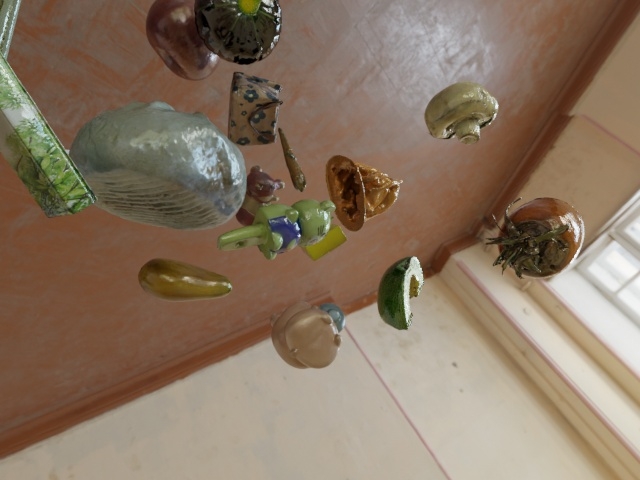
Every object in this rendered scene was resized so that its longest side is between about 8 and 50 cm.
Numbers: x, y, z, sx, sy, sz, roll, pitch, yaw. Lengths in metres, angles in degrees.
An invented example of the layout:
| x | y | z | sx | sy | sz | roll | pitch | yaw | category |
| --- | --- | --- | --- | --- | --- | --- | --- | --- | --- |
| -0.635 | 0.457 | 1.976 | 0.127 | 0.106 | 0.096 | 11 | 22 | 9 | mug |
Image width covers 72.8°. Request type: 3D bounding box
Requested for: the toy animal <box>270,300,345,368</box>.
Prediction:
| x | y | z | sx | sy | sz | roll | pitch | yaw | category |
| --- | --- | --- | --- | --- | --- | --- | --- | --- | --- |
| -0.039 | 0.291 | 1.288 | 0.230 | 0.209 | 0.221 | -32 | -178 | 12 | toy animal |

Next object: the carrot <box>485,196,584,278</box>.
| x | y | z | sx | sy | sz | roll | pitch | yaw | category |
| --- | --- | --- | --- | --- | --- | --- | --- | --- | --- |
| 0.566 | -0.010 | 1.124 | 0.193 | 0.214 | 0.331 | -3 | -164 | 39 | carrot |

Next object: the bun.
| x | y | z | sx | sy | sz | roll | pitch | yaw | category |
| --- | --- | --- | --- | --- | --- | --- | --- | --- | --- |
| -0.323 | -0.153 | 0.894 | 0.362 | 0.211 | 0.362 | 7 | 166 | 2 | bun |

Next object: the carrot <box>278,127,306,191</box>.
| x | y | z | sx | sy | sz | roll | pitch | yaw | category |
| --- | --- | --- | --- | --- | --- | --- | --- | --- | --- |
| -0.100 | -0.274 | 1.446 | 0.049 | 0.254 | 0.049 | -19 | 162 | -6 | carrot |

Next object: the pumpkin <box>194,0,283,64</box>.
| x | y | z | sx | sy | sz | roll | pitch | yaw | category |
| --- | --- | --- | --- | --- | --- | --- | --- | --- | --- |
| -0.280 | -0.734 | 1.459 | 0.296 | 0.295 | 0.295 | -27 | 150 | -17 | pumpkin |

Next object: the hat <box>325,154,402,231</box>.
| x | y | z | sx | sy | sz | roll | pitch | yaw | category |
| --- | --- | --- | --- | --- | --- | --- | --- | --- | --- |
| 0.173 | -0.180 | 1.432 | 0.233 | 0.244 | 0.233 | -15 | 137 | -27 | hat |

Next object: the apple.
| x | y | z | sx | sy | sz | roll | pitch | yaw | category |
| --- | --- | --- | --- | --- | --- | --- | --- | --- | --- |
| -0.508 | -0.770 | 1.645 | 0.235 | 0.306 | 0.305 | -51 | 154 | -12 | apple |

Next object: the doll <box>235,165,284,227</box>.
| x | y | z | sx | sy | sz | roll | pitch | yaw | category |
| --- | --- | --- | --- | --- | --- | --- | --- | --- | --- |
| -0.276 | -0.176 | 1.850 | 0.152 | 0.196 | 0.255 | 4 | 121 | -43 | doll |

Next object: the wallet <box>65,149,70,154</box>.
| x | y | z | sx | sy | sz | roll | pitch | yaw | category |
| --- | --- | --- | --- | --- | --- | --- | --- | --- | --- |
| -0.754 | -0.256 | 1.350 | 0.025 | 0.061 | 0.122 | -46 | 176 | 19 | wallet |

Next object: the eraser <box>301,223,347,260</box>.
| x | y | z | sx | sy | sz | roll | pitch | yaw | category |
| --- | --- | --- | --- | --- | --- | --- | --- | --- | --- |
| 0.000 | 0.000 | 1.068 | 0.097 | 0.045 | 0.122 | -34 | -167 | -8 | eraser |

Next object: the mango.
| x | y | z | sx | sy | sz | roll | pitch | yaw | category |
| --- | --- | --- | --- | --- | --- | --- | --- | --- | --- |
| -0.334 | 0.103 | 1.082 | 0.228 | 0.136 | 0.099 | 11 | 92 | -29 | mango |

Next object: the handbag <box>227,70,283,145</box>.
| x | y | z | sx | sy | sz | roll | pitch | yaw | category |
| --- | --- | --- | --- | --- | --- | --- | --- | --- | --- |
| -0.252 | -0.492 | 1.656 | 0.193 | 0.190 | 0.251 | 6 | 138 | -11 | handbag |

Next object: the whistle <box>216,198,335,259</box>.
| x | y | z | sx | sy | sz | roll | pitch | yaw | category |
| --- | --- | --- | --- | --- | --- | --- | --- | --- | --- |
| -0.070 | -0.019 | 0.763 | 0.228 | 0.085 | 0.105 | -16 | 157 | -30 | whistle |

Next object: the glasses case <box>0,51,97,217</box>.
| x | y | z | sx | sy | sz | roll | pitch | yaw | category |
| --- | --- | --- | --- | --- | --- | --- | --- | --- | --- |
| -0.453 | -0.166 | 0.662 | 0.062 | 0.095 | 0.272 | -49 | 126 | -43 | glasses case |

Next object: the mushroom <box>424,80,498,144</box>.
| x | y | z | sx | sy | sz | roll | pitch | yaw | category |
| --- | --- | --- | --- | --- | --- | --- | --- | --- | --- |
| 0.295 | -0.258 | 0.905 | 0.154 | 0.122 | 0.154 | -12 | 166 | -3 | mushroom |

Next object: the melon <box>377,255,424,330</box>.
| x | y | z | sx | sy | sz | roll | pitch | yaw | category |
| --- | --- | --- | --- | --- | --- | --- | --- | --- | --- |
| 0.242 | 0.146 | 1.397 | 0.265 | 0.129 | 0.169 | -50 | 133 | -52 | melon |

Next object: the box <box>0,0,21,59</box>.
| x | y | z | sx | sy | sz | roll | pitch | yaw | category |
| --- | --- | --- | --- | --- | --- | --- | --- | --- | --- |
| -0.929 | -0.527 | 0.985 | 0.344 | 0.178 | 0.351 | 15 | 87 | -53 | box |
